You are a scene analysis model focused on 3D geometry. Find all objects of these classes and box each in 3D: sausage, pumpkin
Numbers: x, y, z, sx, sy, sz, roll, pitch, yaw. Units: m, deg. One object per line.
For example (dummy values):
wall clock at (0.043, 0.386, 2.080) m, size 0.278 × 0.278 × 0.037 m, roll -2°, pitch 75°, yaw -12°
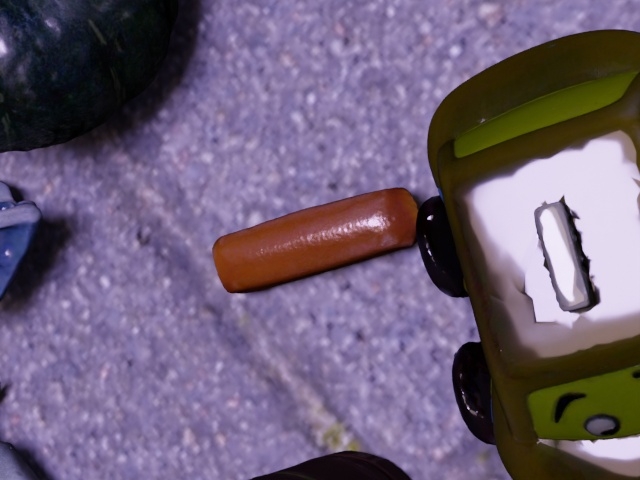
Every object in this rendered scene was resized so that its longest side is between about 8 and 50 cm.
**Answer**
sausage at (0.000, 0.000, 0.799) m, size 0.131 × 0.041 × 0.039 m, roll -15°, pitch 77°, yaw 21°
pumpkin at (-0.192, -0.154, 0.809) m, size 0.211 × 0.152 × 0.212 m, roll 5°, pitch 55°, yaw -7°

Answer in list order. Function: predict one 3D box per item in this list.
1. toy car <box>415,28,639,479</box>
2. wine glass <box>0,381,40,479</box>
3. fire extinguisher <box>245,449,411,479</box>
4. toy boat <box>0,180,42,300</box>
toy car at (0.136, 0.019, 0.657) m, size 0.204 × 0.198 × 0.248 m, roll -17°, pitch 83°, yaw 20°
wine glass at (-0.197, 0.168, 0.856) m, size 0.072 × 0.072 × 0.155 m, roll -42°, pitch 72°, yaw 15°
fire extinguisher at (-0.036, 0.179, 0.642) m, size 0.105 × 0.341 × 0.141 m, roll -37°, pitch 76°, yaw 17°
toy boat at (-0.310, -0.042, 0.881) m, size 0.309 × 0.129 × 0.142 m, roll 15°, pitch 107°, yaw 23°
